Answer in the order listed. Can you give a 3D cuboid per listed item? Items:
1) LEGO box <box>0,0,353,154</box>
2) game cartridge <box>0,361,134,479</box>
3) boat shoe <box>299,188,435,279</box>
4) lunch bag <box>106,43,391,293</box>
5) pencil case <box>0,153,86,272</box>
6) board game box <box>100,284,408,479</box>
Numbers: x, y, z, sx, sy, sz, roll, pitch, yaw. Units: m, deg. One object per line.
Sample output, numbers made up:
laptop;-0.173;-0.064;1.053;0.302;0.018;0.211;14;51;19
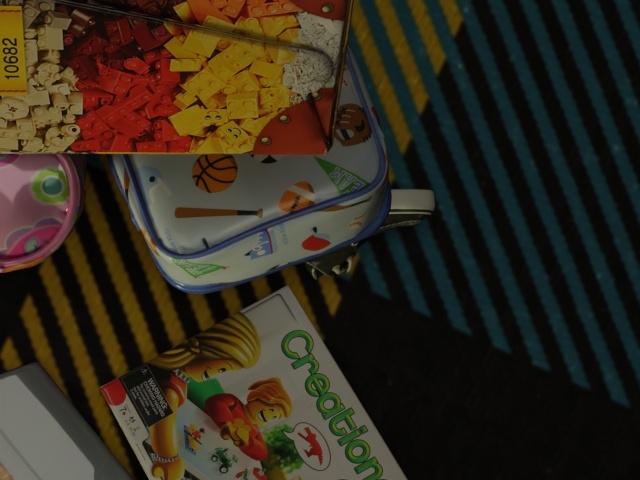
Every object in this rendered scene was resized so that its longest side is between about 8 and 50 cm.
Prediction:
LEGO box;-0.184;-0.306;1.237;0.372;0.193;0.500;0;47;-7
game cartridge;-0.321;0.253;1.371;0.297;0.062;0.198;-40;95;-9
boat shoe;0.000;0.000;1.424;0.219;0.078;0.070;-11;86;0
lunch bag;-0.085;-0.117;1.371;0.243;0.115;0.303;-21;68;-1
pencil case;-0.252;-0.050;1.290;0.124;0.284;0.124;-1;98;-6
board game box;-0.036;0.211;1.357;0.193;0.053;0.305;-29;68;-9
